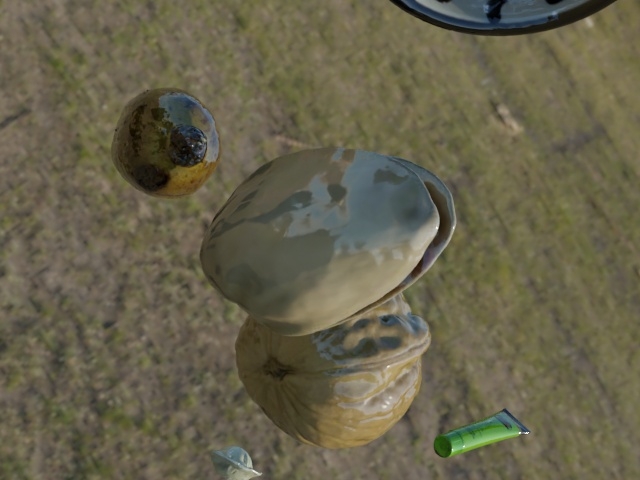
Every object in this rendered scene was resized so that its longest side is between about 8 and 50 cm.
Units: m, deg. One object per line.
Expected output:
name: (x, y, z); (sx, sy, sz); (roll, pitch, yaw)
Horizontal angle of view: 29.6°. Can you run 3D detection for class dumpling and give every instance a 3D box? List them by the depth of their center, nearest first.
dumpling: (-0.103, 0.284, 1.523); (0.043, 0.059, 0.077); (-54, 137, -34)

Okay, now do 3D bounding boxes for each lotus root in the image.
lotus root: (-0.200, -0.127, 1.577); (0.129, 0.260, 0.145); (3, 95, -25)

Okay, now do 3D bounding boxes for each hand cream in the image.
hand cream: (0.152, 0.182, 1.142); (0.122, 0.023, 0.036); (-6, 38, -47)

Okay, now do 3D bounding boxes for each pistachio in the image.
pistachio: (0.000, 0.000, 1.000); (0.126, 0.223, 0.152); (10, 71, -64)

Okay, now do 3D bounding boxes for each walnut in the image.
walnut: (0.019, 0.128, 1.405); (0.228, 0.228, 0.228); (45, 26, -29)

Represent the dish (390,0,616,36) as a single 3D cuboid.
dish: (0.149, -0.305, 0.946); (0.303, 0.303, 0.120); (42, 33, -35)
